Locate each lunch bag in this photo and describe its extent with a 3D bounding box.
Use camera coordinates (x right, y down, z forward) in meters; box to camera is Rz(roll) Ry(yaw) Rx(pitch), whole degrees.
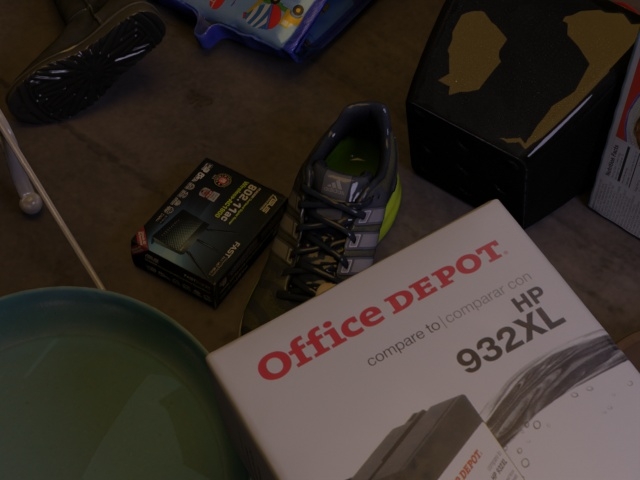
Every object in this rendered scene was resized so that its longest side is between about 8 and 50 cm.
[{"bbox_3d":[-0.044,-0.313,1.376,0.221,0.138,0.293,29,71,22],"label":"lunch bag"}]

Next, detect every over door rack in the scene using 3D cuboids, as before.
[{"bbox_3d":[-0.322,0.032,1.107,0.239,0.108,0.324,-30,73,-21],"label":"over door rack"}]

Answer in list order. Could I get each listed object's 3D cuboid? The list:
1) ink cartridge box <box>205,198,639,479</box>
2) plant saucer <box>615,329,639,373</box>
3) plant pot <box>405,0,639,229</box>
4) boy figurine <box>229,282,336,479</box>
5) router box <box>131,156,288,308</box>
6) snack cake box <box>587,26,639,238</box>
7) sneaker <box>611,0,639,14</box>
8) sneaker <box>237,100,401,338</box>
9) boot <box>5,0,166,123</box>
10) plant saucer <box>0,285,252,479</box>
[{"bbox_3d":[0.100,0.159,0.792,0.223,0.129,0.307,-28,60,-12],"label":"ink cartridge box"},{"bbox_3d":[0.317,0.170,0.937,0.278,0.041,0.278,13,38,-10],"label":"plant saucer"},{"bbox_3d":[0.179,-0.124,1.192,0.188,0.187,0.167,31,70,20],"label":"plant pot"},{"bbox_3d":[0.024,0.121,0.998,0.092,0.177,0.285,-1,27,45],"label":"boy figurine"},{"bbox_3d":[-0.099,-0.009,1.174,0.092,0.038,0.122,27,56,17],"label":"router box"},{"bbox_3d":[0.336,-0.097,1.111,0.152,0.264,0.089,36,59,23],"label":"snack cake box"},{"bbox_3d":[0.256,-0.213,1.323,0.279,0.107,0.118,38,42,21],"label":"sneaker"},{"bbox_3d":[0.000,0.000,1.117,0.111,0.121,0.300,11,53,7],"label":"sneaker"},{"bbox_3d":[-0.255,-0.229,1.316,0.190,0.076,0.208,-32,51,-1],"label":"boot"},{"bbox_3d":[-0.198,0.188,0.931,0.318,0.043,0.317,-5,66,10],"label":"plant saucer"}]
